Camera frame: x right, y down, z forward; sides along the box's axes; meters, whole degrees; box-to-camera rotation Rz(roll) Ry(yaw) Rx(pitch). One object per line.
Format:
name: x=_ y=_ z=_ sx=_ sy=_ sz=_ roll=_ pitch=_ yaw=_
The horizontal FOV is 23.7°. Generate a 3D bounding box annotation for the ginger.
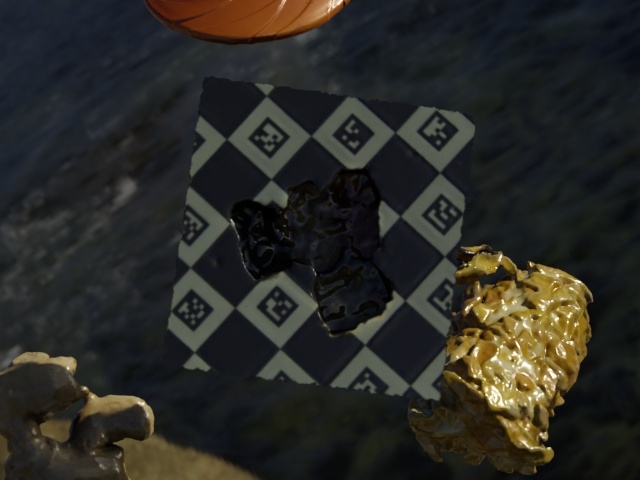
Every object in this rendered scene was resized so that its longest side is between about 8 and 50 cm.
ginger: x=-0.193 y=0.189 z=1.307 sx=0.149 sy=0.259 sz=0.065 roll=-64 pitch=15 yaw=6

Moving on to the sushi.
sushi: x=0.000 y=0.000 z=1.212 sx=0.220 sy=0.231 sz=0.047 roll=8 pitch=-4 yaw=0

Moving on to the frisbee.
frisbee: x=-0.062 y=-0.238 z=1.318 sx=0.192 sy=0.035 sz=0.192 roll=-1 pitch=44 yaw=1

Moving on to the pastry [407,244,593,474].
pastry: x=0.163 y=0.100 z=1.387 sx=0.102 sy=0.154 sz=0.250 roll=-66 pitch=-3 yaw=41
